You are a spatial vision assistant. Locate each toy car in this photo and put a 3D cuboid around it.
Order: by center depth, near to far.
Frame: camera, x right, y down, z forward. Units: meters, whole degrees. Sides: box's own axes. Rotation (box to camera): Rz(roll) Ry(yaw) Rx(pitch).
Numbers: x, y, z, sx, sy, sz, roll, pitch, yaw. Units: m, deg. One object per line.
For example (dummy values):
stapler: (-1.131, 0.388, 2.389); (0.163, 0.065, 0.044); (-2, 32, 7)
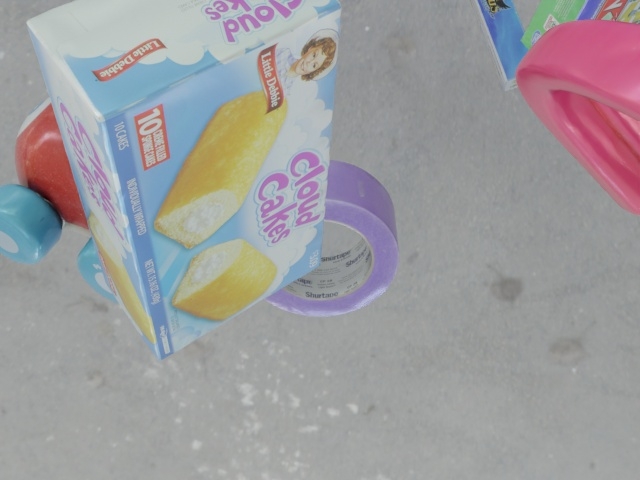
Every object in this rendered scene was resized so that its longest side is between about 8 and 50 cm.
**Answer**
toy car: (-0.181, -0.111, 0.720); (0.210, 0.219, 0.238); (20, 143, 14)

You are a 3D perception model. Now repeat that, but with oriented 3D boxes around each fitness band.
fitness band: (0.225, -0.028, 0.462); (0.291, 0.209, 0.054); (32, 98, -40)

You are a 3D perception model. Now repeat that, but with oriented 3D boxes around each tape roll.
tape roll: (0.000, 0.000, 1.018); (0.189, 0.080, 0.189); (0, 132, 0)

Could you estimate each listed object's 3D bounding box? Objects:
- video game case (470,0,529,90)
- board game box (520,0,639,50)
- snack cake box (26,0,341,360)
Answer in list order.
video game case: (0.305, -0.405, 1.471); (0.061, 0.244, 0.270); (-21, 92, 12)
board game box: (0.313, -0.295, 0.692); (0.046, 0.213, 0.317); (55, 154, 22)
snack cake box: (-0.076, -0.048, 0.548); (0.089, 0.152, 0.264); (50, 157, 26)
